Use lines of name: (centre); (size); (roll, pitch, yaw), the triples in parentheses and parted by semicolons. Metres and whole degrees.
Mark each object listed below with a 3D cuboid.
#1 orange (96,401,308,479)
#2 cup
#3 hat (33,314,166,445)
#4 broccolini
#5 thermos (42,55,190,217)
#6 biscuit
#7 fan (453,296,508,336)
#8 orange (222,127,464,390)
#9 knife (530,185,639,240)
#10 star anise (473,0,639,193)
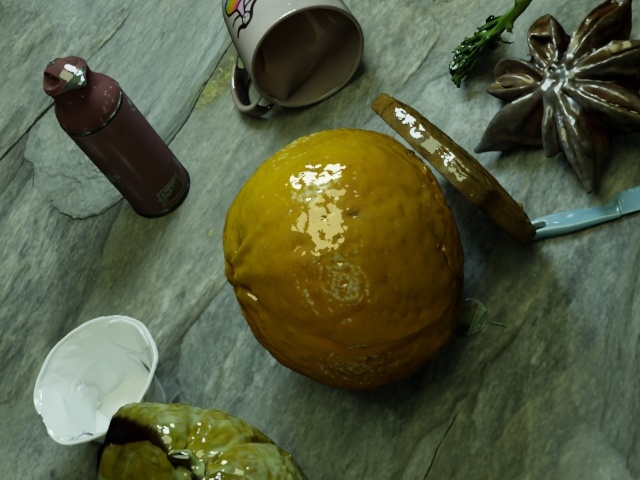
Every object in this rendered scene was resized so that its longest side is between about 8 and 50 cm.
orange: (-0.121, 0.350, 1.527); (0.210, 0.271, 0.368); (-14, 37, -43)
cup: (-0.071, -0.328, 1.987); (0.253, 0.191, 0.200); (-55, 43, 26)
hat: (-0.295, 0.220, 1.747); (0.203, 0.126, 0.203); (-12, 55, 17)
broccolini: (0.288, -0.343, 1.823); (0.271, 0.062, 0.123); (-46, 20, 41)
thermos: (-0.325, -0.177, 1.888); (0.109, 0.330, 0.136); (-26, 52, 7)
biscuit: (0.184, -0.103, 1.665); (0.049, 0.257, 0.273); (-49, 45, 6)
fan: (0.210, 0.113, 1.672); (0.060, 0.003, 0.080); (-43, 52, -6)
orange: (0.024, 0.027, 1.589); (0.293, 0.341, 0.341); (-14, 51, -14)
knife: (0.419, -0.051, 1.681); (0.313, 0.019, 0.044); (-15, 52, 12)
star anise: (0.353, -0.201, 1.728); (0.315, 0.108, 0.315); (-14, 66, 35)
